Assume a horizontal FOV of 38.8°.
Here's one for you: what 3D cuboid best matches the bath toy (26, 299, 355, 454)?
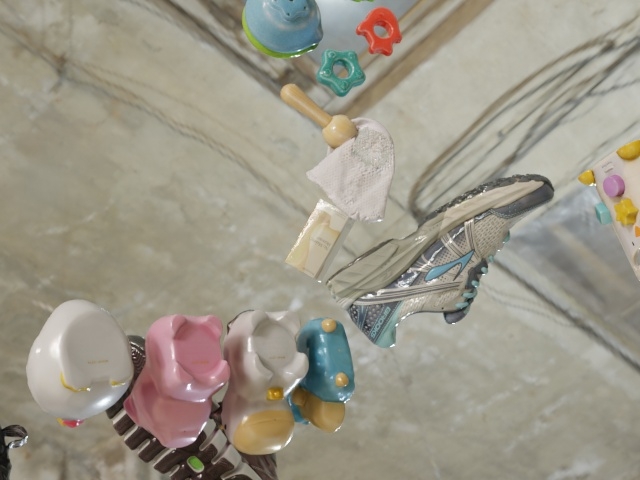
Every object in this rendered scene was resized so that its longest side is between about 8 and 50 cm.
[{"bbox_3d":[-0.134,0.143,0.929,0.348,0.129,0.151,9,-113,-35],"label":"bath toy"}]

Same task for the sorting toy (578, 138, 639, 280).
[{"bbox_3d":[0.197,-0.017,0.551,0.044,0.083,0.075,-5,-108,-21],"label":"sorting toy"}]

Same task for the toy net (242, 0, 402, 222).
[{"bbox_3d":[0.019,-0.123,0.767,0.122,0.045,0.232,-14,-100,-19],"label":"toy net"}]

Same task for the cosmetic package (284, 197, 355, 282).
[{"bbox_3d":[0.000,0.000,1.402,0.060,0.115,0.041,28,178,19],"label":"cosmetic package"}]

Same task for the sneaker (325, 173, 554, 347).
[{"bbox_3d":[0.153,0.024,1.055,0.122,0.283,0.110,59,-168,0],"label":"sneaker"}]

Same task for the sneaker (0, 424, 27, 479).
[{"bbox_3d":[-0.404,0.200,0.821,0.268,0.101,0.153,12,-141,-10],"label":"sneaker"}]

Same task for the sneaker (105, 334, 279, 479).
[{"bbox_3d":[-0.149,0.220,1.104,0.281,0.106,0.162,54,-167,-3],"label":"sneaker"}]
